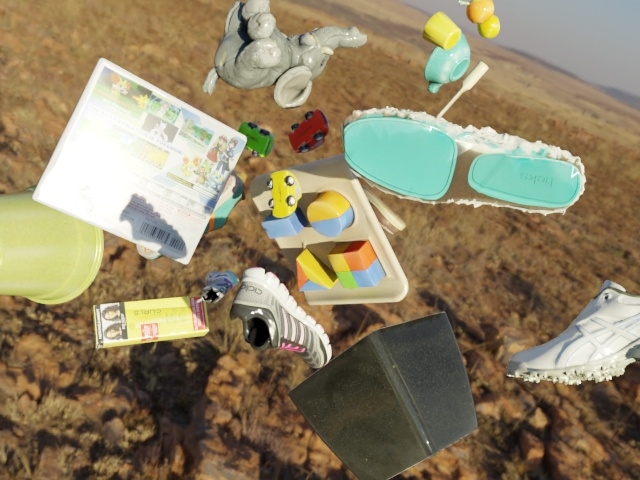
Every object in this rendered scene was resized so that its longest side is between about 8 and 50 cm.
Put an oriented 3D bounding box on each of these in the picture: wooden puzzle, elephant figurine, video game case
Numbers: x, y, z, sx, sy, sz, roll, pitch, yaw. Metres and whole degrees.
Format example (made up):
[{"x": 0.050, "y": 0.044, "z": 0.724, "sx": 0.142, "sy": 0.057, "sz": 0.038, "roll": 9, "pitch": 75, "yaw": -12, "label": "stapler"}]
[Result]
[{"x": 0.000, "y": 0.000, "z": 1.457, "sx": 0.322, "sy": 0.347, "sz": 0.080, "roll": -8, "pitch": 24, "yaw": 44, "label": "wooden puzzle"}, {"x": -0.061, "y": -0.330, "z": 1.184, "sx": 0.186, "sy": 0.169, "sz": 0.239, "roll": 3, "pitch": -5, "yaw": 43, "label": "elephant figurine"}, {"x": -0.351, "y": -0.149, "z": 1.291, "sx": 0.329, "sy": 0.300, "sz": 0.036, "roll": 26, "pitch": -3, "yaw": -26, "label": "video game case"}]

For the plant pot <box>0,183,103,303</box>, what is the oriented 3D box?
[{"x": -0.640, "y": 0.007, "z": 1.323, "sx": 0.276, "sy": 0.276, "sz": 0.254, "roll": 29, "pitch": 8, "yaw": 15, "label": "plant pot"}]

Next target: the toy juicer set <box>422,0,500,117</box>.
[{"x": 0.331, "y": -0.454, "z": 1.546, "sx": 0.089, "sy": 0.209, "sz": 0.329, "roll": 46, "pitch": -11, "yaw": 24, "label": "toy juicer set"}]

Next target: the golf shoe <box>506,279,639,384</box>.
[{"x": 0.249, "y": 0.081, "z": 0.570, "sx": 0.069, "sy": 0.176, "sz": 0.086, "roll": 23, "pitch": 56, "yaw": -56, "label": "golf shoe"}]

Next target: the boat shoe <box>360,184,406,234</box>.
[{"x": 0.077, "y": -0.063, "z": 1.532, "sx": 0.123, "sy": 0.123, "sz": 0.342, "roll": 37, "pitch": -1, "yaw": -34, "label": "boat shoe"}]

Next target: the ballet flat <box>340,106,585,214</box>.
[{"x": 0.225, "y": -0.128, "z": 1.066, "sx": 0.409, "sy": 0.147, "sz": 0.147, "roll": 13, "pitch": 23, "yaw": -4, "label": "ballet flat"}]

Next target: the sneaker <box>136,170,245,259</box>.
[{"x": -0.305, "y": -0.046, "z": 1.584, "sx": 0.108, "sy": 0.302, "sz": 0.121, "roll": 50, "pitch": -3, "yaw": 30, "label": "sneaker"}]

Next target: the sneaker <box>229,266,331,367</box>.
[{"x": -0.052, "y": 0.111, "z": 0.777, "sx": 0.063, "sy": 0.075, "sz": 0.170, "roll": 1, "pitch": -42, "yaw": 44, "label": "sneaker"}]

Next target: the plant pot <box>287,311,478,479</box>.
[{"x": 0.105, "y": 0.225, "z": 0.892, "sx": 0.187, "sy": 0.188, "sz": 0.167, "roll": -5, "pitch": 59, "yaw": -50, "label": "plant pot"}]

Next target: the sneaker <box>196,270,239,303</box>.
[{"x": -0.186, "y": 0.084, "z": 1.085, "sx": 0.069, "sy": 0.098, "sz": 0.038, "roll": -45, "pitch": 104, "yaw": -33, "label": "sneaker"}]

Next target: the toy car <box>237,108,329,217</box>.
[{"x": -0.090, "y": -0.191, "z": 1.369, "sx": 0.225, "sy": 0.239, "sz": 0.053, "roll": 35, "pitch": 20, "yaw": 33, "label": "toy car"}]

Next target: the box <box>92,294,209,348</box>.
[{"x": -0.361, "y": 0.172, "z": 1.374, "sx": 0.232, "sy": 0.058, "sz": 0.087, "roll": -2, "pitch": 73, "yaw": -24, "label": "box"}]
